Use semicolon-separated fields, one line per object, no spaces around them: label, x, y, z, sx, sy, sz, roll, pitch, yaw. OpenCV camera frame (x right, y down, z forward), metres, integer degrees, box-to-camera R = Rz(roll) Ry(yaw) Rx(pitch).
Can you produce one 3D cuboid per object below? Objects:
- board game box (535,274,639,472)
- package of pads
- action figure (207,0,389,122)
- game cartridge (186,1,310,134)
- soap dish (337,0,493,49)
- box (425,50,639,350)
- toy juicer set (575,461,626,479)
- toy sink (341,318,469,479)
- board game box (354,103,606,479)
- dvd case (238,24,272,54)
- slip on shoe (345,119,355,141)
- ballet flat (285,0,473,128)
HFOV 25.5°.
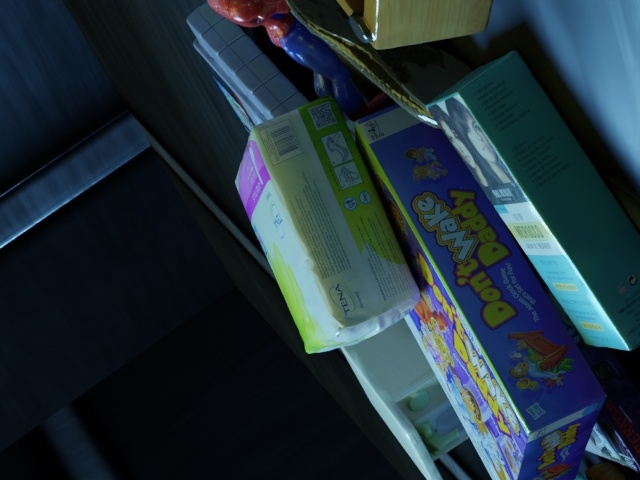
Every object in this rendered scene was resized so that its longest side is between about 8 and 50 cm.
board game box;0.237;0.128;1.513;0.208;0.056;0.347;60;171;-5
package of pads;0.000;0.000;1.469;0.296;0.101;0.229;124;123;-80
action figure;-0.002;-0.223;1.365;0.280;0.139;0.091;34;-178;-35
game cartridge;-0.050;-0.145;1.840;0.230;0.068;0.355;45;174;26
soap dish;0.010;-0.279;0.930;0.291;0.118;0.229;54;171;14
box;0.185;-0.029;1.130;0.244;0.060;0.100;55;171;-5
toy juicer set;0.300;0.281;1.637;0.329;0.089;0.209;47;-178;-12
toy sink;0.150;0.220;2.039;0.234;0.131;0.152;52;172;50
board game box;0.143;0.061;1.375;0.233;0.078;0.347;85;160;-62
dvd case;-0.128;-0.339;1.727;0.179;0.030;0.238;53;171;14
slip on shoe;0.083;0.013;1.709;0.331;0.101;0.123;56;170;-18
ballet flat;0.050;-0.178;1.249;0.250;0.084;0.058;44;167;24
